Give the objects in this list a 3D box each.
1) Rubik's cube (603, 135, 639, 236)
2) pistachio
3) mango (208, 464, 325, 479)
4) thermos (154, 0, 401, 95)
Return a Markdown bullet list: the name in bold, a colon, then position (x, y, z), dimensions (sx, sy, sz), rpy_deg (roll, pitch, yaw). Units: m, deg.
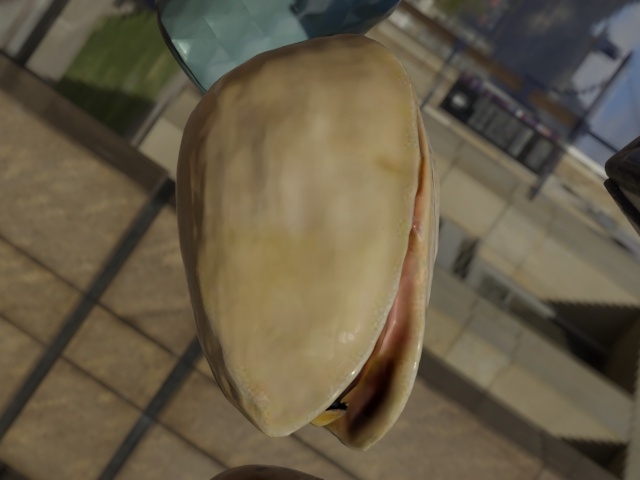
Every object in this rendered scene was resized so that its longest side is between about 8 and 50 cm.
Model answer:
- **Rubik's cube**: position (0.386, -0.006, 1.076), dimensions (0.260, 0.254, 0.259), rpy_deg (-36, -166, 2)
- **pistachio**: position (0.000, 0.000, 0.863), dimensions (0.157, 0.157, 0.229), rpy_deg (132, -40, -63)
- **mango**: position (0.004, 0.293, 1.194), dimensions (0.160, 0.191, 0.290), rpy_deg (-48, -131, 5)
- **thermos**: position (-0.008, -0.245, 1.421), dimensions (0.286, 0.145, 0.182), rpy_deg (-35, 164, 15)
